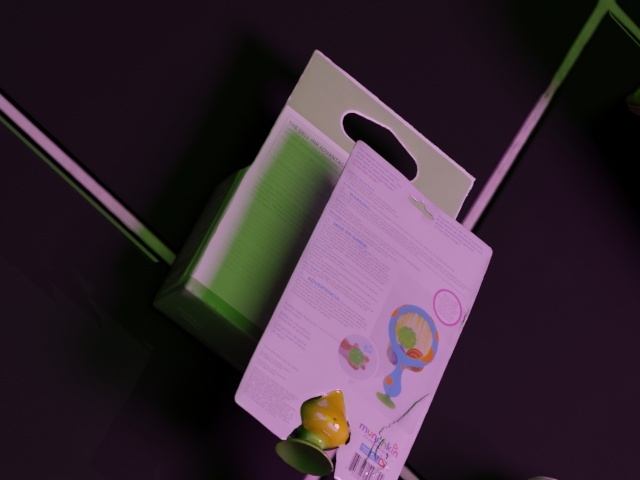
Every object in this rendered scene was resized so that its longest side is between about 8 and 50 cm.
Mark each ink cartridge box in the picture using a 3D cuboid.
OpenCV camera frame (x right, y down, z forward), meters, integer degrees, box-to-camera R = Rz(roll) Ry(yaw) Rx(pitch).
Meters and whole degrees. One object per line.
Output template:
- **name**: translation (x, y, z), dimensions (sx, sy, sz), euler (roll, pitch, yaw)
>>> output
- **ink cartridge box**: translation (0.000, 0.000, 1.476), dimensions (0.171, 0.056, 0.235), euler (38, 55, -17)

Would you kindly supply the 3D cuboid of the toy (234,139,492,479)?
- **toy**: translation (0.023, 0.062, 1.402), dimensions (0.137, 0.056, 0.237), euler (39, 51, -19)

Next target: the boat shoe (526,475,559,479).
- **boat shoe**: translation (0.253, 0.259, 1.539), dimensions (0.277, 0.098, 0.096), euler (36, 30, -10)

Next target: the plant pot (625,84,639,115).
- **plant pot**: translation (0.484, -0.011, 1.654), dimensions (0.366, 0.366, 0.353), euler (-27, 101, -37)
